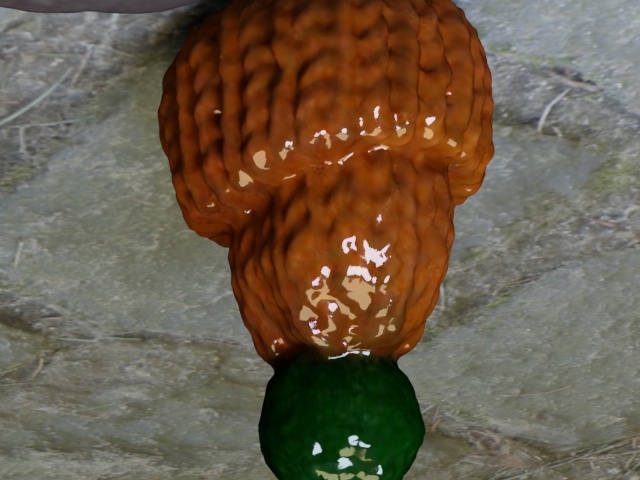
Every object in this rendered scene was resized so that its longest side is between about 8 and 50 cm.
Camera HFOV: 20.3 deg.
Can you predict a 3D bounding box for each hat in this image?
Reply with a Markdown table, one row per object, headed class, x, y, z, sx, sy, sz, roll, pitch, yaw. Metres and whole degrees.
| class | x | y | z | sx | sy | sz | roll | pitch | yaw |
| --- | --- | --- | --- | --- | --- | --- | --- | --- | --- |
| hat | 0.000 | 0.000 | 1.425 | 0.285 | 0.400 | 0.285 | 1 | 152 | 0 |

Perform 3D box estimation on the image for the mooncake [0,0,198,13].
| class | x | y | z | sx | sy | sz | roll | pitch | yaw |
| --- | --- | --- | --- | --- | --- | --- | --- | --- | --- |
| mooncake | -0.134 | -0.272 | 1.111 | 0.306 | 0.154 | 0.306 | -1 | 156 | -1 |
